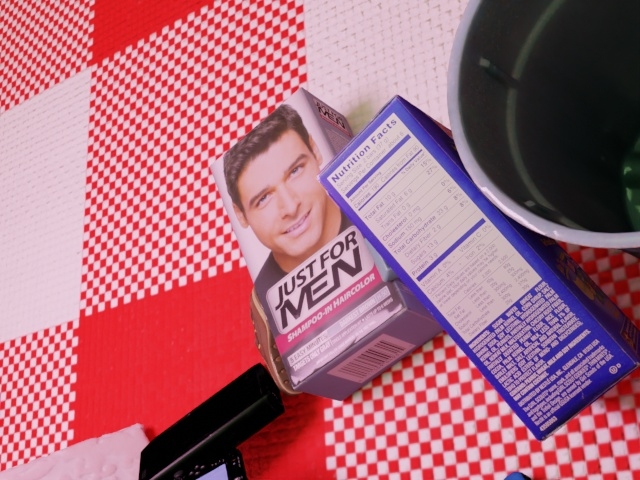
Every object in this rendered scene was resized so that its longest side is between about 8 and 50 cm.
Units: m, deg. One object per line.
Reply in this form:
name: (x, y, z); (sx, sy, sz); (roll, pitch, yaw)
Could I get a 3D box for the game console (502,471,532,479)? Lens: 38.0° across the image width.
game console: (0.208, 0.424, 0.926); (0.173, 0.250, 0.293); (31, 95, -2)

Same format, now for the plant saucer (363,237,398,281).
plant saucer: (0.152, -0.008, 1.107); (0.192, 0.018, 0.067); (-17, 57, -12)

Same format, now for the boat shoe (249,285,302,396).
boat shoe: (-0.056, 0.138, 1.269); (0.060, 0.064, 0.178); (-61, 40, 45)

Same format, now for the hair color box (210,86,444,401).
hair color box: (0.000, 0.000, 1.233); (0.185, 0.113, 0.375); (-38, 54, 21)

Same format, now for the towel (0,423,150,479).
towel: (-0.342, 0.425, 1.248); (0.317, 0.331, 0.053); (54, 148, 35)

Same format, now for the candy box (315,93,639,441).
candy box: (0.168, 0.021, 0.929); (0.122, 0.268, 0.317); (-42, 77, 14)

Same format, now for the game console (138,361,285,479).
game console: (-0.130, 0.276, 1.139); (0.213, 0.044, 0.361); (-37, 15, -1)

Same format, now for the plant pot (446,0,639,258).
plant pot: (0.345, -0.113, 0.861); (0.341, 0.334, 0.341); (-13, 67, 33)
